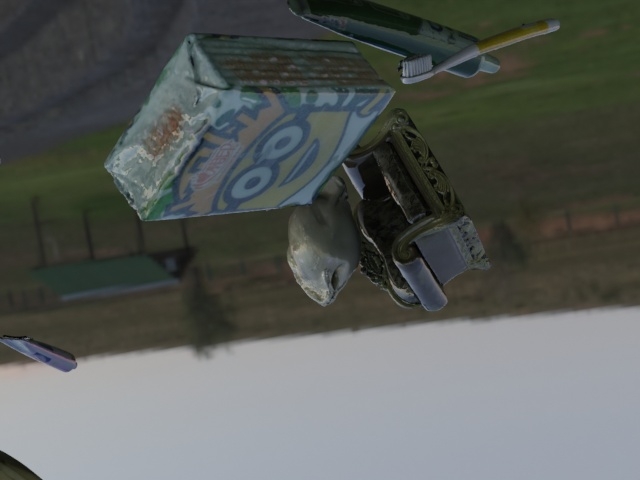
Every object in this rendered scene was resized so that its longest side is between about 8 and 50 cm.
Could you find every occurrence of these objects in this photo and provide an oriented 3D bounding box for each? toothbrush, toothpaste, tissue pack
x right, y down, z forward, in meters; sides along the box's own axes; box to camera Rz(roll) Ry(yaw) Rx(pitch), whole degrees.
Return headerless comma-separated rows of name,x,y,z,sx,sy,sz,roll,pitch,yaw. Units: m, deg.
toothbrush,0.175,-0.210,1.474,0.021,0.024,0.288,15,-153,38
toothpaste,0.103,-0.289,1.922,0.392,0.099,0.061,12,125,-34
toothpaste,-0.379,0.152,1.879,0.045,0.028,0.170,4,165,23
tissue pack,-0.087,-0.142,1.736,0.311,0.128,0.228,-8,143,-49

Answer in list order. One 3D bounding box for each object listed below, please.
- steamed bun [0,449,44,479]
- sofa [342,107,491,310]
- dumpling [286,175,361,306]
steamed bun,-0.355,0.395,1.386,0.290,0.272,0.273,34,-168,-24
sofa,0.115,-0.037,2.082,0.182,0.258,0.200,-29,151,2
dumpling,0.000,0.000,2.122,0.118,0.199,0.136,11,176,-27
